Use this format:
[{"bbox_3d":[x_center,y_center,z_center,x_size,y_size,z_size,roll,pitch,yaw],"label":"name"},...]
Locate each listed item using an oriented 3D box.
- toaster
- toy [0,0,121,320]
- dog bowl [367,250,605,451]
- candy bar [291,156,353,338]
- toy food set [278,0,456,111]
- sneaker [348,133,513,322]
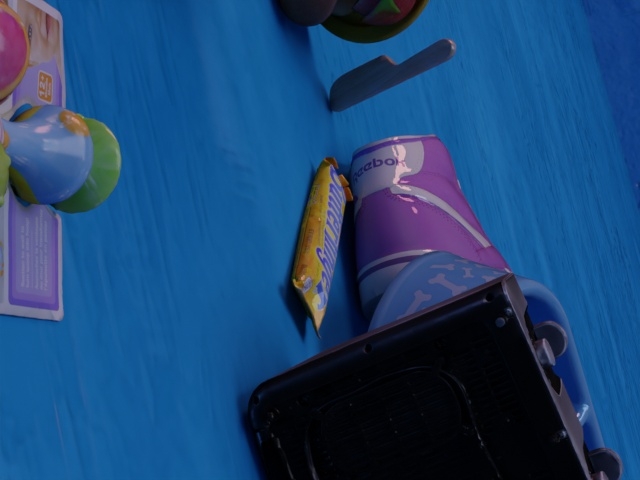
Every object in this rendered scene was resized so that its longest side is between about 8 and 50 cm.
[{"bbox_3d":[0.061,0.126,0.823,0.168,0.185,0.110,66,16,2],"label":"toaster"},{"bbox_3d":[-0.131,-0.047,0.542,0.237,0.056,0.137,24,64,-73],"label":"toy"},{"bbox_3d":[0.122,0.146,1.002,0.166,0.074,0.297,-46,127,-41],"label":"dog bowl"},{"bbox_3d":[0.000,0.000,0.978,0.161,0.018,0.040,-77,146,-55],"label":"candy bar"},{"bbox_3d":[0.014,-0.208,1.055,0.071,0.128,0.218,-7,86,-51],"label":"toy food set"},{"bbox_3d":[0.105,0.009,1.152,0.282,0.102,0.161,43,32,-57],"label":"sneaker"}]
